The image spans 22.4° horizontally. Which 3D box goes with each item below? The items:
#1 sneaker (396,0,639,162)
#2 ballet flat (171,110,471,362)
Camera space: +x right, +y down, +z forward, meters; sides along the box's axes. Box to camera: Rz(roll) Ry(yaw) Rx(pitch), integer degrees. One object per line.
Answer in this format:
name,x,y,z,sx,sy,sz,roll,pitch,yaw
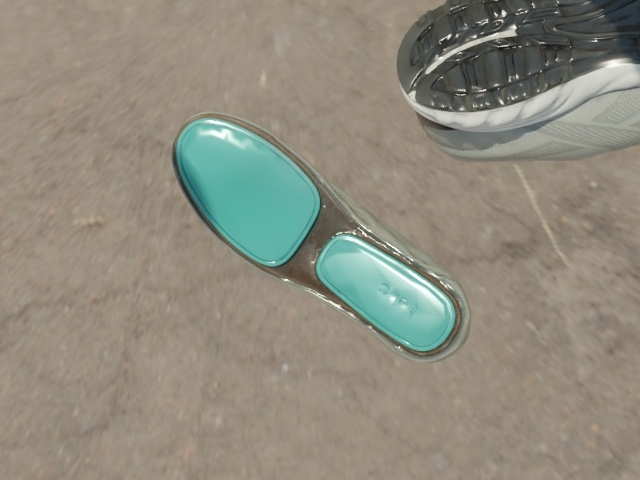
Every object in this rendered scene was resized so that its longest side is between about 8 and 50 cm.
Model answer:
sneaker,0.184,-0.101,0.947,0.271,0.108,0.100,-6,63,9
ballet flat,0.000,0.000,0.980,0.213,0.068,0.072,37,97,6
